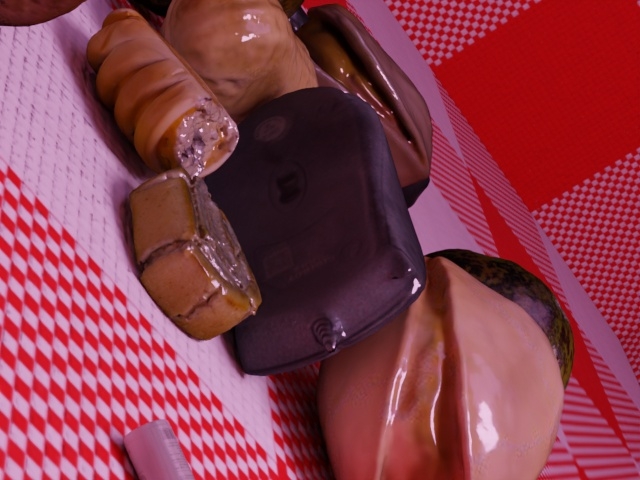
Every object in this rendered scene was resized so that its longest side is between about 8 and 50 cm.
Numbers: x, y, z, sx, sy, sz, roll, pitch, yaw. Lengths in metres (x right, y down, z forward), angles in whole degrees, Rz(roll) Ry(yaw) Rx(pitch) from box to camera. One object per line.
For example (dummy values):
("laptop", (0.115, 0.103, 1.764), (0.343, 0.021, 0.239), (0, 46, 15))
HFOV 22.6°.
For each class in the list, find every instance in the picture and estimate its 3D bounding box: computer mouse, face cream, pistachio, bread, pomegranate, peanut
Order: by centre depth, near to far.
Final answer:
("face cream", (-0.087, 0.180, 1.035), (0.130, 0.034, 0.034), (62, 13, 19))
("bread", (-0.104, 0.005, 1.316), (0.117, 0.064, 0.156), (46, 19, -48))
("bread", (-0.143, -0.125, 1.415), (0.177, 0.084, 0.119), (54, 6, 27))
("pistachio", (0.105, 0.150, 1.453), (0.321, 0.229, 0.238), (-78, 163, -57))
("computer mouse", (0.000, 0.000, 1.458), (0.122, 0.188, 0.371), (54, 14, -34))
("peanut", (-0.086, -0.176, 1.639), (0.148, 0.147, 0.319), (62, 4, 15))
("pomegranate", (0.158, 0.147, 1.721), (0.204, 0.222, 0.277), (5, 83, -68))
("pistachio", (0.042, -0.163, 2.011), (0.197, 0.166, 0.288), (35, -10, 47))

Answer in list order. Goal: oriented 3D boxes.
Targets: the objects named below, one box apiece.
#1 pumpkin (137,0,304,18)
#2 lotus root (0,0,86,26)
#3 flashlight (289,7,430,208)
("pumpkin", (-0.112, -0.310, 1.694), (0.223, 0.223, 0.157), (36, 55, -60))
("lotus root", (-0.207, -0.291, 1.143), (0.316, 0.316, 0.250), (46, 34, -45))
("flashlight", (0.000, -0.210, 2.178), (0.424, 0.103, 0.103), (51, 15, -25))
